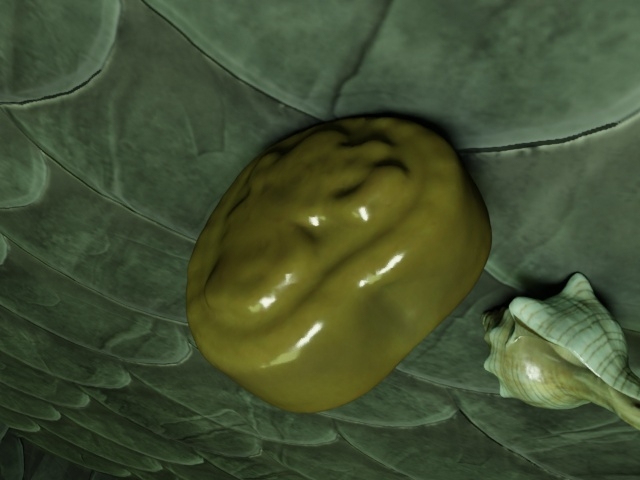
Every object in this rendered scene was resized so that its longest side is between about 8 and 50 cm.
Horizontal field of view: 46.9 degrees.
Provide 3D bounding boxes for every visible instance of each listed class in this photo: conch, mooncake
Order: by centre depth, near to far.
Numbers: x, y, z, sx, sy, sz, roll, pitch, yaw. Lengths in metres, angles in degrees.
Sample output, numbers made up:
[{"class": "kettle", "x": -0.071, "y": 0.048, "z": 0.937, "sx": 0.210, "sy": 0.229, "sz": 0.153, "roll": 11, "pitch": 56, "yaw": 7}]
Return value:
[{"class": "mooncake", "x": 0.000, "y": 0.000, "z": 0.569, "sx": 0.234, "sy": 0.235, "sz": 0.117, "roll": -3, "pitch": 144, "yaw": 37}, {"class": "conch", "x": 0.219, "y": 0.087, "z": 0.658, "sx": 0.137, "sy": 0.114, "sz": 0.234, "roll": 46, "pitch": 158, "yaw": -7}]
